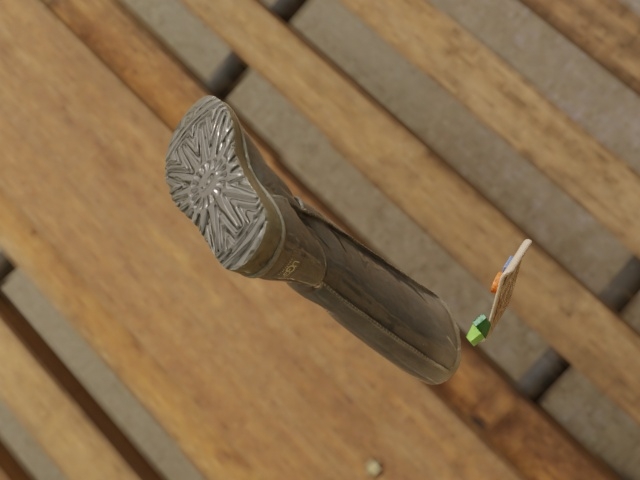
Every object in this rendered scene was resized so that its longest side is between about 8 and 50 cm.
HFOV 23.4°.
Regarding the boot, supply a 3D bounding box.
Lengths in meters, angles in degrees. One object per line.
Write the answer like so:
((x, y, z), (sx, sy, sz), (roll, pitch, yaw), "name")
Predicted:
((-0.002, 0.001, 1.091), (0.208, 0.190, 0.076), (24, -60, -39), "boot")

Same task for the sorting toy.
((0.120, 0.039, 1.054), (0.083, 0.012, 0.062), (-47, -23, -57), "sorting toy")
